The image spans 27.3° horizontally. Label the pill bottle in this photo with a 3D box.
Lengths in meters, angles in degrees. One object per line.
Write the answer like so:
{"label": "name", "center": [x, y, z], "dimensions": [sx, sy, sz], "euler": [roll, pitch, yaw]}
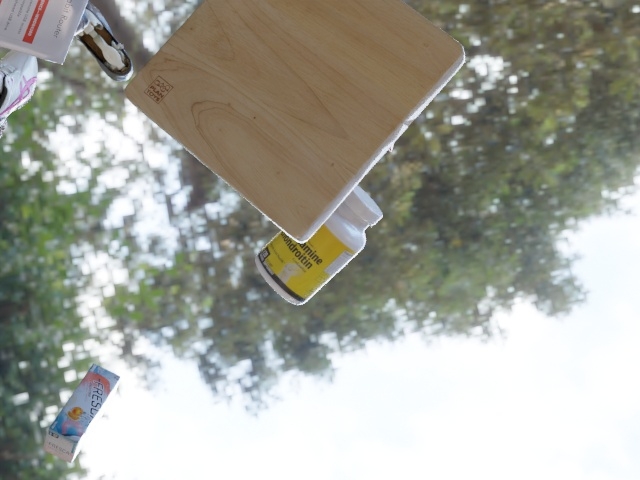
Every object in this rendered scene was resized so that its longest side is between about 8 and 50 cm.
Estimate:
{"label": "pill bottle", "center": [0.000, 0.000, 1.932], "dimensions": [0.184, 0.103, 0.103], "euler": [-44, -123, 12]}

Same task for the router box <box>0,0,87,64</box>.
{"label": "router box", "center": [-0.364, -0.389, 1.415], "dimensions": [0.082, 0.301, 0.335], "euler": [47, -63, 50]}

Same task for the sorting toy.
{"label": "sorting toy", "center": [-0.022, -0.160, 1.378], "dimensions": [0.257, 0.255, 0.089], "euler": [40, -5, 20]}

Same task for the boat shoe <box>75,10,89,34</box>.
{"label": "boat shoe", "center": [-0.428, -0.402, 1.983], "dimensions": [0.080, 0.073, 0.223], "euler": [-26, -81, 40]}

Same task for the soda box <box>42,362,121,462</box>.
{"label": "soda box", "center": [-0.417, 0.301, 2.312], "dimensions": [0.058, 0.183, 0.063], "euler": [25, -52, 2]}

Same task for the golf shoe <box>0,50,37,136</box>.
{"label": "golf shoe", "center": [-0.462, -0.226, 1.935], "dimensions": [0.086, 0.067, 0.186], "euler": [116, -6, -53]}

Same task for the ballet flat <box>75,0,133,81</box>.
{"label": "ballet flat", "center": [-0.425, -0.388, 2.504], "dimensions": [0.203, 0.074, 0.074], "euler": [52, -32, -15]}
